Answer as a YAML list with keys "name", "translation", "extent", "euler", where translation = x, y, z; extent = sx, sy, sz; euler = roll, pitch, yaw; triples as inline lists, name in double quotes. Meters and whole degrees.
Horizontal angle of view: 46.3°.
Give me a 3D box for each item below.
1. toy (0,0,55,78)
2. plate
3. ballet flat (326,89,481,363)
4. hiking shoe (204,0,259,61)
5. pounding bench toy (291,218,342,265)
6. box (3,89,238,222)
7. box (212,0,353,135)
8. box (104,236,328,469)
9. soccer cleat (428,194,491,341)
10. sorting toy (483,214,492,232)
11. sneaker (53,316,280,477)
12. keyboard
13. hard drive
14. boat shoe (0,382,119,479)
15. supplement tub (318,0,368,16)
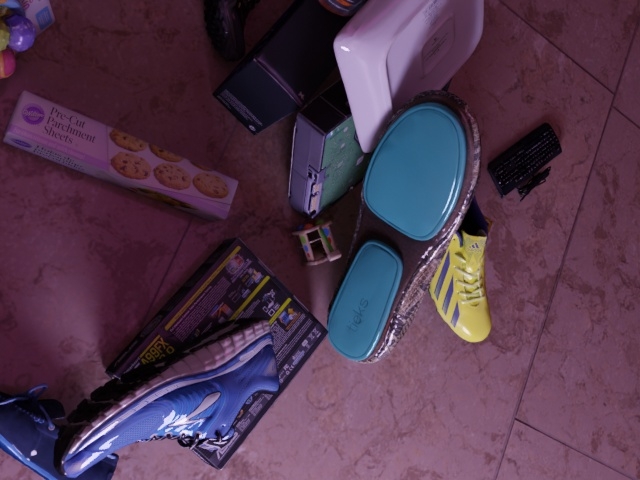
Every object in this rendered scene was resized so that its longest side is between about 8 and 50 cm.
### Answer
- name: "toy"
  translation: [-0.424, -0.241, 0.953]
  extent: [0.056, 0.137, 0.237]
  euler: [40, 68, 9]
- name: "plate"
  translation: [0.141, -0.271, 1.008]
  extent: [0.045, 0.278, 0.277]
  euler: [38, 79, 23]
- name: "ballet flat"
  translation: [0.136, -0.023, 1.123]
  extent: [0.164, 0.483, 0.182]
  euler: [35, 39, 23]
- name: "hiking shoe"
  translation: [-0.119, -0.389, 1.158]
  extent: [0.114, 0.086, 0.227]
  euler: [-4, 87, -25]
- name: "pounding bench toy"
  translation: [0.000, 0.000, 1.192]
  extent: [0.052, 0.083, 0.065]
  euler: [-21, 97, -27]
- name: "box"
  translation: [-0.276, -0.111, 1.065]
  extent: [0.323, 0.063, 0.067]
  euler: [23, 75, -25]
- name: "box"
  translation: [-0.026, -0.302, 1.146]
  extent: [0.103, 0.184, 0.261]
  euler: [44, 67, -19]
- name: "box"
  translation: [-0.145, 0.164, 1.116]
  extent: [0.216, 0.060, 0.270]
  euler: [47, 67, -17]
- name: "soccer cleat"
  translation: [0.235, 0.032, 1.240]
  extent: [0.093, 0.121, 0.289]
  euler: [-16, 94, -28]
- name: "sorting toy"
  translation: [0.180, -0.012, 1.310]
  extent: [0.274, 0.046, 0.133]
  euler: [6, 83, -27]
- name: "sneaker"
  translation: [-0.183, 0.226, 0.982]
  extent: [0.329, 0.129, 0.147]
  euler: [-25, 97, -30]
- name: "keyboard"
  translation: [0.411, -0.149, 1.450]
  extent: [0.192, 0.038, 0.100]
  euler: [-35, 103, -25]
- name: "hard drive"
  translation: [0.089, -0.201, 1.178]
  extent: [0.064, 0.237, 0.339]
  euler: [40, 65, 17]
- name: "boat shoe"
  translation: [-0.374, 0.243, 0.979]
  extent: [0.089, 0.109, 0.258]
  euler: [-55, 127, -28]
- name: "supplement tub"
  translation: [0.068, -0.380, 0.988]
  extent: [0.105, 0.198, 0.106]
  euler: [4, 81, -25]
